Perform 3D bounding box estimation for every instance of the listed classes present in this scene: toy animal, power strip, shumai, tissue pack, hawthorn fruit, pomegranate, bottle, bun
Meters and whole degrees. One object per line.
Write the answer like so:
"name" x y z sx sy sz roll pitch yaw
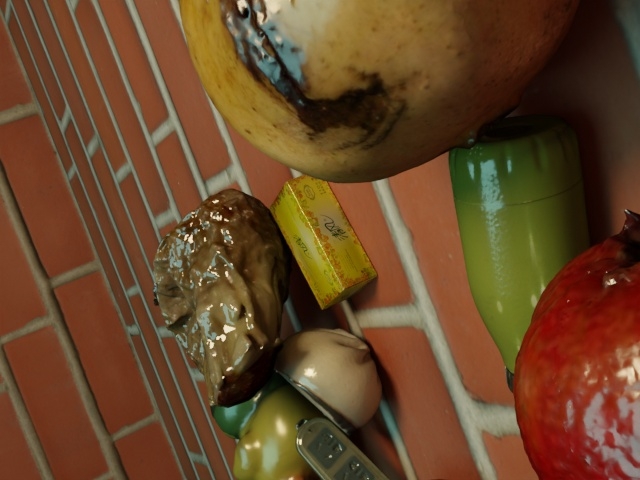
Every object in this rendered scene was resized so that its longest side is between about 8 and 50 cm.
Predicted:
"toy animal" -0.057 0.316 1.309 0.338 0.216 0.191 52 123 35
"power strip" 0.067 0.376 1.159 0.286 0.080 0.048 44 164 14
"shumai" -0.106 0.110 1.137 0.283 0.217 0.346 44 137 48
"tissue pack" 0.000 0.000 1.091 0.176 0.062 0.095 61 153 11
"hawthorn fruit" 0.271 0.117 0.469 0.307 0.265 0.265 52 156 -10
"pomegranate" 0.043 -0.191 0.590 0.322 0.322 0.322 42 144 41
"bottle" 0.189 0.024 0.695 0.112 0.112 0.260 18 126 57
"bun" 0.020 0.192 1.133 0.173 0.120 0.173 38 170 8

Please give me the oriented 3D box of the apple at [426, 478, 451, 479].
"apple" 0.152 0.404 0.997 0.199 0.199 0.199 42 144 41
